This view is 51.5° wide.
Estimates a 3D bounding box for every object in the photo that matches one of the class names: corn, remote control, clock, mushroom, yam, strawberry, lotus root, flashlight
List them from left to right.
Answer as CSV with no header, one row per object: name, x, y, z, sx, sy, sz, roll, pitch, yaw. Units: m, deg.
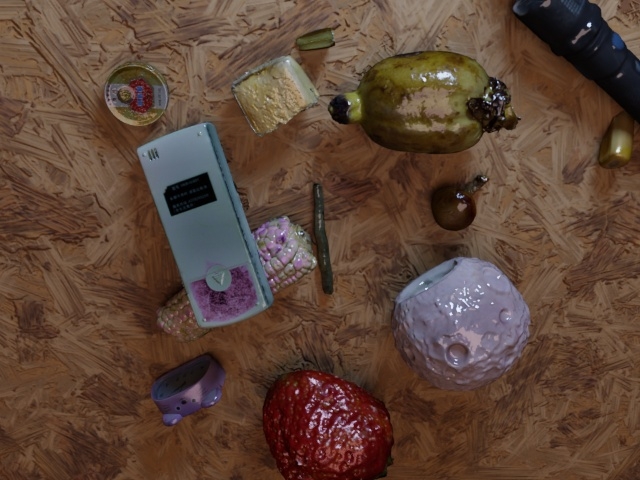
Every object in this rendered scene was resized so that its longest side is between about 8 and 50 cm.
clock,-0.269,0.301,1.337,0.152,0.110,0.050,-28,119,6
remote control,-0.197,-0.021,1.148,0.145,0.050,0.344,-17,95,14
corn,-0.161,0.081,1.238,0.335,0.127,0.127,-34,115,11
yam,0.002,0.000,1.272,0.027,0.029,0.234,-20,118,-27
strawberry,0.006,0.382,1.354,0.257,0.257,0.277,-38,97,12
lotus root,0.169,-0.232,1.115,0.313,0.141,0.170,2,113,3
mushroom,0.262,-0.076,1.240,0.088,0.073,0.129,43,103,12
flashlight,0.506,-0.299,1.145,0.423,0.103,0.103,34,108,-20

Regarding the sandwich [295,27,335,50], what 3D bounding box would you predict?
sandwich,0.002,-0.335,1.101,0.044,0.083,0.031,-33,119,-40

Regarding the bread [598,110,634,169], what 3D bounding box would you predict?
bread,0.555,-0.183,1.239,0.049,0.103,0.062,20,156,-4

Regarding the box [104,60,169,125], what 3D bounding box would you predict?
box,-0.306,-0.245,1.108,0.105,0.037,0.106,-2,116,-5

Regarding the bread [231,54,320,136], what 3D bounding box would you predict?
bread,-0.073,-0.248,1.113,0.125,0.082,0.106,-24,106,16

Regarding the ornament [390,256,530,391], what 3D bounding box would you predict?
ornament,0.264,0.162,1.252,0.259,0.259,0.225,-34,93,10
